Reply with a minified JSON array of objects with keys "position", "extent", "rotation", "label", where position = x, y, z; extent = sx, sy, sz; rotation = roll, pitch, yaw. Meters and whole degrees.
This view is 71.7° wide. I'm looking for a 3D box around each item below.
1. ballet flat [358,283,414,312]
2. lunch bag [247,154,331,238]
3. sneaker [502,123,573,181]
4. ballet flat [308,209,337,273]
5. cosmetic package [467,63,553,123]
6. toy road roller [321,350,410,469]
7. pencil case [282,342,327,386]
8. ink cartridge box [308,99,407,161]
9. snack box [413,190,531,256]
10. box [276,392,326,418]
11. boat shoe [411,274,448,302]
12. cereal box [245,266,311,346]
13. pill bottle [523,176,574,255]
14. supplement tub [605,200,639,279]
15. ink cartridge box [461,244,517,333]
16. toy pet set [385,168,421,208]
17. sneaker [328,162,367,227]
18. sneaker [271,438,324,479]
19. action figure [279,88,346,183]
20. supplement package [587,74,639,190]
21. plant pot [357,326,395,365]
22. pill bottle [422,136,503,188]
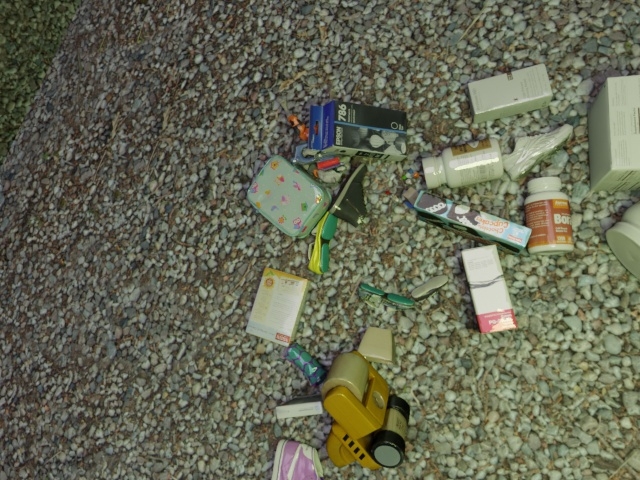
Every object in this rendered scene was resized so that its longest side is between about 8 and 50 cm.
[{"position":[0.209,0.197,1.436],"extent":[0.188,0.070,0.070],"rotation":[19,86,22],"label":"ballet flat"},{"position":[-0.117,-0.152,1.573],"extent":[0.279,0.108,0.224],"rotation":[41,105,23],"label":"lunch bag"},{"position":[0.657,-0.294,1.364],"extent":[0.232,0.090,0.115],"rotation":[-37,68,7],"label":"sneaker"},{"position":[0.000,0.000,1.533],"extent":[0.077,0.077,0.231],"rotation":[6,83,36],"label":"ballet flat"},{"position":[0.598,-0.466,1.417],"extent":[0.231,0.085,0.117],"rotation":[-11,76,15],"label":"cosmetic package"},{"position":[0.093,0.520,1.302],"extent":[0.240,0.202,0.329],"rotation":[-36,97,25],"label":"toy road roller"},{"position":[-0.050,0.412,1.470],"extent":[0.151,0.064,0.070],"rotation":[40,74,21],"label":"pencil case"},{"position":[0.127,-0.366,1.477],"extent":[0.332,0.065,0.165],"rotation":[3,80,-13],"label":"ink cartridge box"},{"position":[0.449,-0.048,1.330],"extent":[0.322,0.187,0.060],"rotation":[23,88,21],"label":"snack box"},{"position":[-0.035,0.511,1.382],"extent":[0.145,0.186,0.038],"rotation":[-12,76,15],"label":"box"},{"position":[0.350,0.155,1.403],"extent":[0.125,0.038,0.046],"rotation":[-32,30,4],"label":"boat shoe"},{"position":[-0.147,0.230,1.546],"extent":[0.173,0.047,0.240],"rotation":[15,85,20],"label":"cereal box"},{"position":[0.664,-0.070,1.298],"extent":[0.121,0.121,0.216],"rotation":[-4,79,17],"label":"pill bottle"},{"position":[0.953,-0.044,1.139],"extent":[0.324,0.235,0.235],"rotation":[-36,71,9],"label":"supplement tub"},{"position":[0.485,0.145,1.289],"extent":[0.100,0.172,0.237],"rotation":[-13,76,15],"label":"ink cartridge box"},{"position":[0.301,-0.159,1.481],"extent":[0.122,0.065,0.114],"rotation":[-42,35,4],"label":"toy pet set"},{"position":[0.126,-0.155,1.526],"extent":[0.118,0.083,0.222],"rotation":[34,73,-10],"label":"sneaker"},{"position":[-0.074,0.787,1.390],"extent":[0.161,0.102,0.282],"rotation":[4,81,16],"label":"sneaker"},{"position":[0.032,-0.358,1.575],"extent":[0.341,0.178,0.330],"rotation":[-10,82,-13],"label":"action figure"},{"position":[0.852,-0.290,1.235],"extent":[0.145,0.204,0.262],"rotation":[1,80,17],"label":"supplement package"},{"position":[0.183,0.329,1.393],"extent":[0.109,0.109,0.096],"rotation":[5,69,19],"label":"plant pot"},{"position":[0.444,-0.236,1.398],"extent":[0.229,0.131,0.131],"rotation":[-11,76,16],"label":"pill bottle"}]
